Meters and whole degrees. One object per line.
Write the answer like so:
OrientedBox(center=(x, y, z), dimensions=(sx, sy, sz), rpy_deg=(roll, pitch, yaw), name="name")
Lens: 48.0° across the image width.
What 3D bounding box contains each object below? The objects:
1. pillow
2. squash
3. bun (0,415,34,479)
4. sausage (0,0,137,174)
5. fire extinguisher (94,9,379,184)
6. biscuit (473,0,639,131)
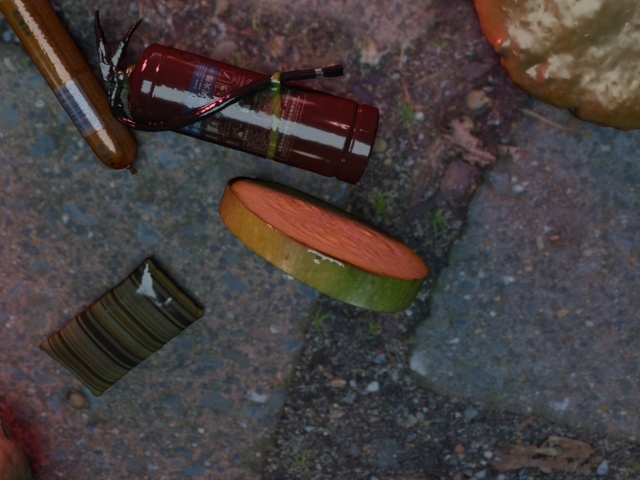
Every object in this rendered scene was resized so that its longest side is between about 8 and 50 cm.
OrientedBox(center=(-0.266, 0.119, 0.964), dimensions=(0.203, 0.038, 0.113), rpy_deg=(-37, 109, 11), name="pillow")
OrientedBox(center=(0.000, 0.000, 0.818), dimensions=(0.252, 0.252, 0.049), rpy_deg=(23, 105, -9), name="squash")
OrientedBox(center=(-0.548, 0.370, 0.959), dimensions=(0.360, 0.211, 0.359), rpy_deg=(0, 98, -1), name="bun")
OrientedBox(center=(-0.313, -0.225, 0.834), dimensions=(0.053, 0.053, 0.348), rpy_deg=(-27, 107, 8), name="sausage")
OrientedBox(center=(-0.103, -0.169, 0.836), dimensions=(0.341, 0.105, 0.141), rpy_deg=(16, 93, -7), name="fire extinguisher")
OrientedBox(center=(0.378, -0.344, 0.785), dimensions=(0.446, 0.104, 0.429), rpy_deg=(-32, 107, 8), name="biscuit")
